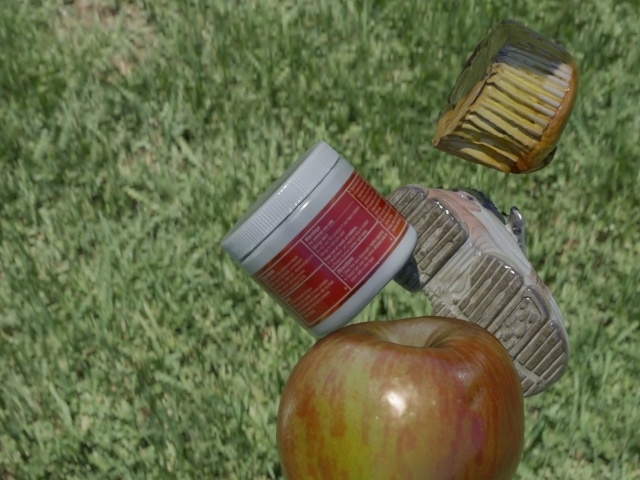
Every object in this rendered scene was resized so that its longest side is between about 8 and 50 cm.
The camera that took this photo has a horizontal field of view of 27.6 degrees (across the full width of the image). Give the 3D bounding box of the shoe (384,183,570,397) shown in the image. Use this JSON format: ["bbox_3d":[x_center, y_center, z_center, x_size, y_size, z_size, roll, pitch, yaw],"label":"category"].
[{"bbox_3d":[0.242,0.050,1.868,0.351,0.172,0.198,53,31,6],"label":"shoe"}]

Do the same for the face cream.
[{"bbox_3d":[0.000,0.000,1.727,0.187,0.201,0.201,44,67,-6],"label":"face cream"}]

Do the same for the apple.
[{"bbox_3d":[0.095,0.235,1.542,0.301,0.301,0.302,0,59,1],"label":"apple"}]

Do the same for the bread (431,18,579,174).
[{"bbox_3d":[0.274,-0.193,1.857,0.156,0.288,0.204,30,107,-4],"label":"bread"}]
